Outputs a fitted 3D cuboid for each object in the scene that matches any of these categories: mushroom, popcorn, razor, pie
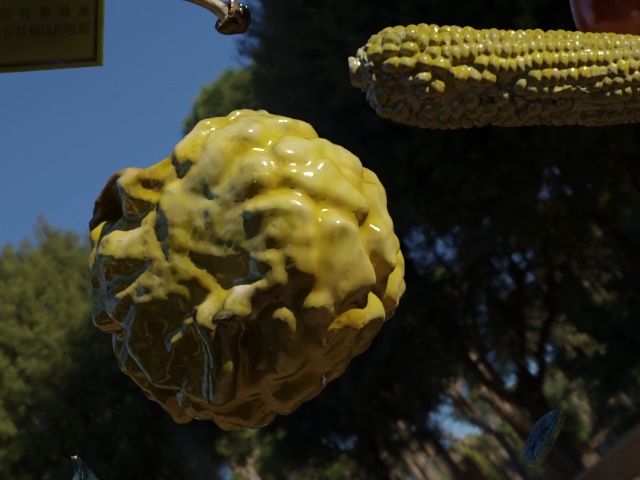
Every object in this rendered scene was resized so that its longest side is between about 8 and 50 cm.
[{"bbox_3d":[-0.194,-0.374,1.969,0.187,0.060,0.061,17,-48,-32],"label":"mushroom"},{"bbox_3d":[-0.064,0.029,1.326,0.349,0.349,0.381,-44,-16,19],"label":"popcorn"},{"bbox_3d":[-0.413,0.390,1.790,0.190,0.033,0.066,-34,-53,-7],"label":"razor"},{"bbox_3d":[0.274,0.243,1.522,0.084,0.021,0.084,-60,3,5],"label":"pie"}]

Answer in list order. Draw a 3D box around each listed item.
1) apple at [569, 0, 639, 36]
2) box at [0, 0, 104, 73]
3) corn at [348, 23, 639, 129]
[{"bbox_3d":[0.385,-0.324,1.407,0.216,0.261,0.260,-7,-13,13],"label":"apple"},{"bbox_3d":[-0.266,-0.264,1.110,0.141,0.064,0.220,-9,-59,-28],"label":"box"},{"bbox_3d":[0.166,-0.132,1.017,0.288,0.087,0.086,1,-22,0],"label":"corn"}]
